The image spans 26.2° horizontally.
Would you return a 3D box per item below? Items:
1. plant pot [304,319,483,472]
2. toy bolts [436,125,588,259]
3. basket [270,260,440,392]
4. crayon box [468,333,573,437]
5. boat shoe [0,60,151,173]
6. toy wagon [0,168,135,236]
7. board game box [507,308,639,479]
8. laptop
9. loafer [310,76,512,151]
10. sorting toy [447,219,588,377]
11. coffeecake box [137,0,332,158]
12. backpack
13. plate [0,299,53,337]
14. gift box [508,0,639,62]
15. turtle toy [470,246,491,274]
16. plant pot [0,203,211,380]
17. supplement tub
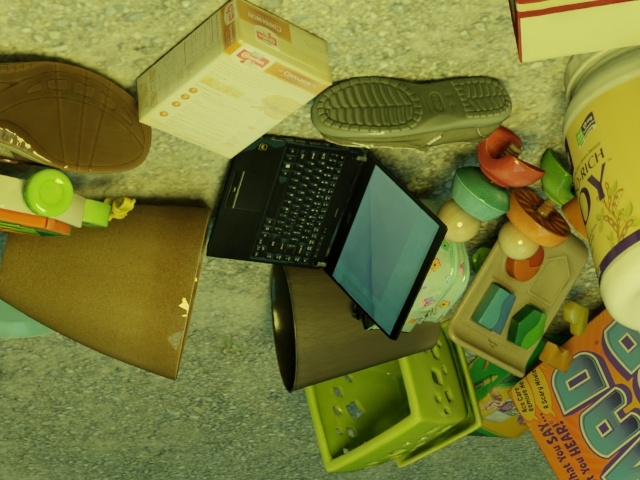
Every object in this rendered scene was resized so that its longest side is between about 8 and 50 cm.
[{"bbox_3d":[0.127,0.245,2.250,0.207,0.228,0.227,14,142,-42],"label":"plant pot"},{"bbox_3d":[0.270,-0.025,1.821,0.228,0.218,0.158,23,117,-31],"label":"toy bolts"},{"bbox_3d":[0.053,0.115,2.059,0.227,0.204,0.154,-5,-171,-14],"label":"basket"},{"bbox_3d":[0.343,0.261,2.457,0.165,0.081,0.278,7,147,-23],"label":"crayon box"},{"bbox_3d":[-0.367,-0.146,1.597,0.342,0.123,0.123,5,178,-31],"label":"boat shoe"},{"bbox_3d":[-0.390,-0.051,1.659,0.344,0.068,0.267,12,173,-31],"label":"toy wagon"},{"bbox_3d":[0.602,0.313,2.239,0.356,0.356,0.356,-43,139,18],"label":"board game box"},{"bbox_3d":[0.000,0.000,1.819,0.264,0.136,0.234,7,135,-14],"label":"laptop"},{"bbox_3d":[0.110,-0.143,1.700,0.251,0.094,0.087,-2,145,-10],"label":"loafer"},{"bbox_3d":[0.329,0.092,2.057,0.041,0.229,0.307,26,178,44],"label":"sorting toy"},{"bbox_3d":[-0.102,-0.186,1.606,0.142,0.068,0.185,21,140,-39],"label":"coffeecake box"},{"bbox_3d":[0.127,0.029,1.927,0.144,0.166,0.188,2,150,-17],"label":"backpack"},{"bbox_3d":[-0.455,0.095,2.054,0.188,0.024,0.188,-6,151,-3],"label":"plate"},{"bbox_3d":[0.292,-0.331,1.264,0.258,0.255,0.276,-8,156,5],"label":"gift box"},{"bbox_3d":[0.274,0.049,2.085,0.066,0.095,0.130,2,157,31],"label":"turtle toy"},{"bbox_3d":[-0.292,0.047,1.844,0.254,0.237,0.237,12,148,-2],"label":"plant pot"},{"bbox_3d":[0.424,-0.081,1.642,0.241,0.331,0.241,-6,149,-3],"label":"supplement tub"}]
